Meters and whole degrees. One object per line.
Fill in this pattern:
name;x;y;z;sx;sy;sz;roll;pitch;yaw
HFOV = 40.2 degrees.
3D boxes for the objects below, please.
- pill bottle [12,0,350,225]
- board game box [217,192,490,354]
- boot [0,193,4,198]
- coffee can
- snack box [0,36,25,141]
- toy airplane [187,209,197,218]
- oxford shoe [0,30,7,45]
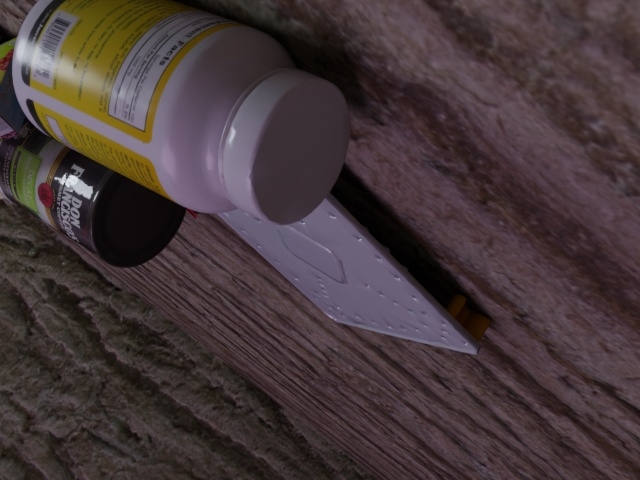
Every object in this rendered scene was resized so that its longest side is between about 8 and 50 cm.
pill bottle;-0.141;-0.140;0.885;0.333;0.188;0.188;27;161;32
board game box;0.000;0.000;1.223;0.390;0.050;0.390;44;162;-23
boot;-0.631;-0.172;1.622;0.095;0.261;0.204;-79;-20;-72
coffee can;-0.388;-0.099;1.471;0.275;0.202;0.201;26;161;32
snack box;-0.556;-0.216;1.392;0.207;0.175;0.070;-18;135;22
toy airplane;-0.263;-0.078;1.581;0.151;0.028;0.151;34;163;12
oxford shoe;-0.562;-0.346;1.424;0.076;0.076;0.212;-7;141;22
